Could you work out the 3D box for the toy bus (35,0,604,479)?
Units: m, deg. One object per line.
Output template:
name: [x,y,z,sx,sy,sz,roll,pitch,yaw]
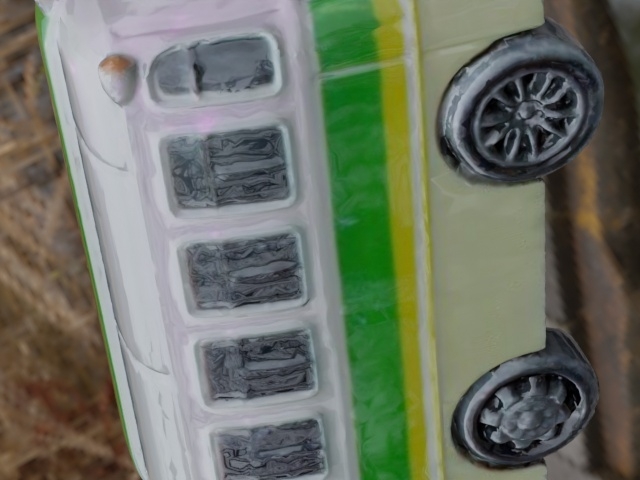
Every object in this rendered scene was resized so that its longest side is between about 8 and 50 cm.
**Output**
toy bus: [0.000,0.000,0.692,0.143,0.179,0.305,-114,14,-49]
